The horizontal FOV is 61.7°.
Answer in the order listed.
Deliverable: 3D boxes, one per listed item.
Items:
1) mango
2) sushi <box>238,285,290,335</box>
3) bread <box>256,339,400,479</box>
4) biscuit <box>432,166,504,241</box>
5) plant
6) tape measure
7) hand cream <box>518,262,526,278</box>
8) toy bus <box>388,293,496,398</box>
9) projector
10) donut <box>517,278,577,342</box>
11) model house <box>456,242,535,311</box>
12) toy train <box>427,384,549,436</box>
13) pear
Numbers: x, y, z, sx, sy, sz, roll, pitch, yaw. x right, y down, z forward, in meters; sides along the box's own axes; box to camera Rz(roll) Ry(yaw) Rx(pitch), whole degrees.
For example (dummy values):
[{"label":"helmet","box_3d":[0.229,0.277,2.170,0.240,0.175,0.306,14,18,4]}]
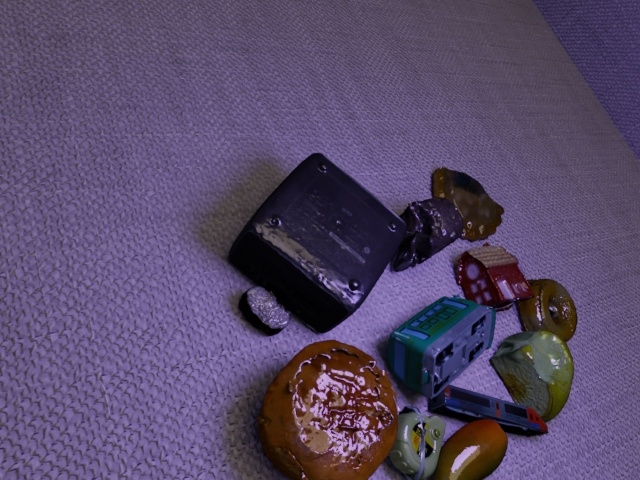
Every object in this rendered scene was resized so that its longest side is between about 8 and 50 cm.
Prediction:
[{"label":"mango","box_3d":[0.417,0.616,1.520,0.289,0.129,0.146,-19,91,-34]},{"label":"sushi","box_3d":[-0.157,0.196,1.485,0.150,0.078,0.090,43,56,-1]},{"label":"bread","box_3d":[0.015,0.439,1.358,0.358,0.204,0.336,-36,86,-36]},{"label":"biscuit","box_3d":[0.596,-0.148,2.131,0.335,0.078,0.329,-2,67,-28]},{"label":"plant","box_3d":[0.333,-0.029,1.805,0.276,0.199,0.188,-29,81,-29]},{"label":"tape measure","box_3d":[0.256,0.559,1.484,0.175,0.106,0.200,42,51,-19]},{"label":"hand cream","box_3d":[0.762,0.137,2.074,0.084,0.053,0.142,-18,87,-36]},{"label":"toy bus","box_3d":[0.362,0.305,1.631,0.344,0.183,0.200,-25,33,-39]},{"label":"projector","box_3d":[0.000,0.000,1.590,0.395,0.242,0.405,41,51,-3]},{"label":"donut","box_3d":[0.853,0.264,1.993,0.272,0.107,0.271,12,64,-25]},{"label":"model house","box_3d":[0.604,0.126,1.914,0.196,0.160,0.253,-4,62,-32]},{"label":"toy train","box_3d":[0.526,0.530,1.665,0.410,0.086,0.089,19,52,-19]},{"label":"pear","box_3d":[0.754,0.429,1.805,0.282,0.176,0.286,-19,73,-39]}]
